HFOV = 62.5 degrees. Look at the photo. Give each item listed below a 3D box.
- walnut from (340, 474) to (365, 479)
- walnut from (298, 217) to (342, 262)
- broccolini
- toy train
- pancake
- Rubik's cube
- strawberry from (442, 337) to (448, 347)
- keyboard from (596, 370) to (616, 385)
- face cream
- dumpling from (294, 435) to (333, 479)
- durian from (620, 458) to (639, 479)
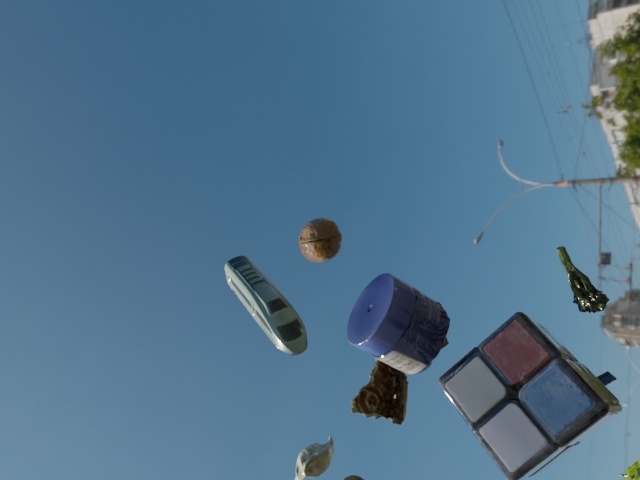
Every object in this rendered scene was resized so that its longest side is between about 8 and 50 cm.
[{"bbox_3d":[0.102,0.590,1.215,0.052,0.121,0.091,-30,-29,-23],"label":"walnut"},{"bbox_3d":[0.000,0.000,1.977,0.167,0.207,0.168,2,-98,-17],"label":"walnut"},{"bbox_3d":[0.624,0.103,1.294,0.068,0.091,0.202,-46,-77,-4],"label":"broccolini"},{"bbox_3d":[-0.144,0.156,1.382,0.086,0.407,0.088,-18,-60,-23],"label":"toy train"},{"bbox_3d":[0.201,0.526,1.849,0.244,0.057,0.266,-15,-106,-20],"label":"pancake"},{"bbox_3d":[0.573,0.423,1.443,0.316,0.313,0.318,-46,-36,14],"label":"Rubik's cube"},{"bbox_3d":[0.346,0.361,1.865,0.192,0.140,0.085,29,-123,-25],"label":"strawberry"},{"bbox_3d":[0.922,0.513,1.820,0.018,0.195,0.060,57,-172,-5],"label":"keyboard"},{"bbox_3d":[0.238,0.258,1.622,0.225,0.249,0.249,31,-115,-17],"label":"face cream"},{"bbox_3d":[-0.023,0.716,1.707,0.134,0.169,0.100,73,173,-72],"label":"dumpling"},{"bbox_3d":[0.701,0.475,0.890,0.339,0.204,0.256,-12,-103,-7],"label":"durian"}]
